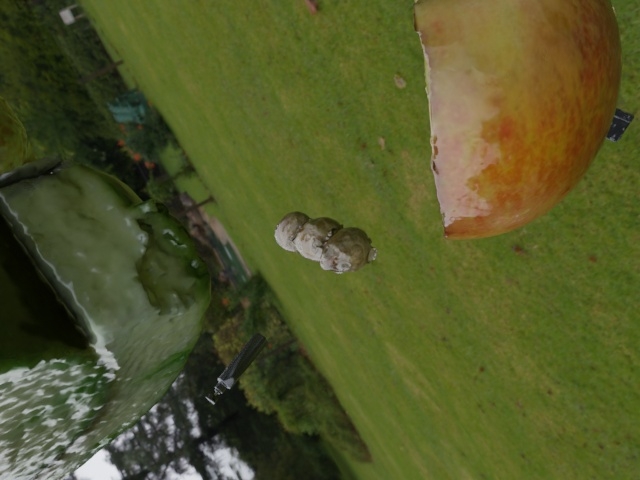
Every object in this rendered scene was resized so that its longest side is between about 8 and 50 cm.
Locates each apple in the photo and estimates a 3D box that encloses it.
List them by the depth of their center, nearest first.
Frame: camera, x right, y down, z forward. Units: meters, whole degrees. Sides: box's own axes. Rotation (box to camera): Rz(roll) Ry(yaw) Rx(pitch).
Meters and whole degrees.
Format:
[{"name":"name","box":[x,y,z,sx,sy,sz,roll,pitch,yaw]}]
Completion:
[{"name":"apple","box":[0.174,-0.144,0.520,0.293,0.163,0.251,-81,-22,-47]}]

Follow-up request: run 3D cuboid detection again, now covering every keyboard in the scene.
[{"name":"keyboard","box":[0.608,-0.303,1.331,0.023,0.231,0.072,-82,15,-63]}]

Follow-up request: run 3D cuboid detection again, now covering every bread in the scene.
[{"name":"bread","box":[-0.245,0.101,0.364,0.129,0.382,0.366,49,175,17]}]

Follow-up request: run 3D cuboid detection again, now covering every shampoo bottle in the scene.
[{"name":"shampoo bottle","box":[-0.142,0.216,0.970,0.027,0.137,0.048,46,156,-12]}]

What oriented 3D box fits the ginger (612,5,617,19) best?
[{"name":"ginger","box":[0.545,-0.414,1.205,0.115,0.081,0.205,33,159,23]}]

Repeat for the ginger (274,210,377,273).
[{"name":"ginger","box":[0.000,0.000,0.993,0.204,0.104,0.080,23,127,46]}]

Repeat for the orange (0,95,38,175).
[{"name":"orange","box":[-0.569,-0.111,0.804,0.329,0.329,0.249,75,-164,-45]}]
